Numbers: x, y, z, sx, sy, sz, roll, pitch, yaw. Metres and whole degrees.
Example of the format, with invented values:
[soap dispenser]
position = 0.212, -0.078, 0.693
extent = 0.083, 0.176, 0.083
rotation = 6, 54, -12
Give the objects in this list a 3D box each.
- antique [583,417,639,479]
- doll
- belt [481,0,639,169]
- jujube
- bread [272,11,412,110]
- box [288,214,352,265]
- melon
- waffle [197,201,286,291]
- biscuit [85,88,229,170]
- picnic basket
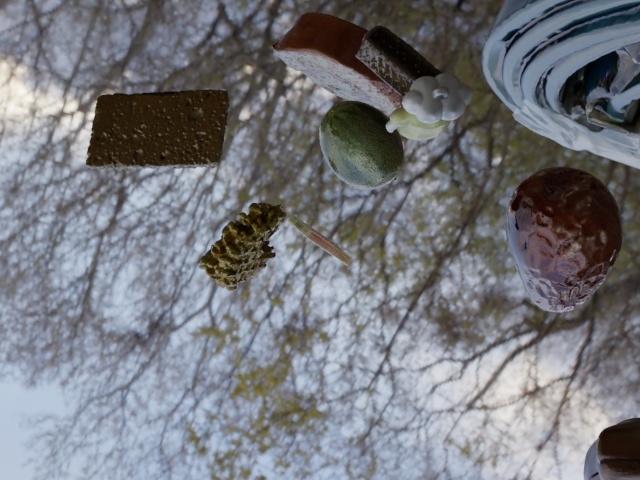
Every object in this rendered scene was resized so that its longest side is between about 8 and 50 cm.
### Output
[antique]
position = 0.539, 0.379, 1.582
extent = 0.278, 0.223, 0.129
rotation = 40, -131, -40
[doll]
position = 0.142, -0.171, 1.260
extent = 0.106, 0.062, 0.162
rotation = -15, 175, -7
[belt]
position = 0.302, -0.161, 0.722
extent = 0.300, 0.173, 0.436
rotation = 25, 176, -11
[jujube]
position = 0.388, 0.005, 1.559
extent = 0.190, 0.255, 0.190
rotation = -7, -131, 8
[bread]
position = 0.073, -0.414, 2.299
extent = 0.295, 0.114, 0.327
rotation = 19, 173, 41
[box]
position = 0.000, 0.000, 1.380
extent = 0.093, 0.015, 0.058
rotation = 34, -177, -38
[melon]
position = 0.077, -0.164, 1.727
extent = 0.192, 0.139, 0.139
rotation = 45, -164, -34
[waffle]
position = -0.137, 0.009, 1.864
extent = 0.070, 0.197, 0.193
rotation = 42, 173, 16
[biscuit]
position = -0.251, -0.170, 1.500
extent = 0.231, 0.131, 0.025
rotation = 2, 164, 17
[picnic basket]
position = 0.153, -0.300, 1.733
extent = 0.193, 0.055, 0.110
rotation = 39, -147, 1
